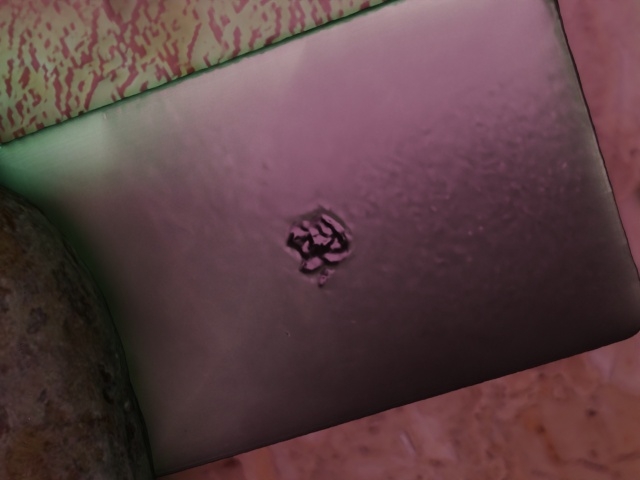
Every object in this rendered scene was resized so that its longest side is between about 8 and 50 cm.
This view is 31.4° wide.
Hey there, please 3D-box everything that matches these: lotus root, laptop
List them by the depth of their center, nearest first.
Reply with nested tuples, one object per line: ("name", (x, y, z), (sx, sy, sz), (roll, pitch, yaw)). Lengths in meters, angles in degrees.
("lotus root", (-0.152, 0.100, 0.498), (0.175, 0.175, 0.349), (-7, 106, 6))
("laptop", (0.000, 0.000, 0.532), (0.269, 0.015, 0.187), (-18, 106, 10))
